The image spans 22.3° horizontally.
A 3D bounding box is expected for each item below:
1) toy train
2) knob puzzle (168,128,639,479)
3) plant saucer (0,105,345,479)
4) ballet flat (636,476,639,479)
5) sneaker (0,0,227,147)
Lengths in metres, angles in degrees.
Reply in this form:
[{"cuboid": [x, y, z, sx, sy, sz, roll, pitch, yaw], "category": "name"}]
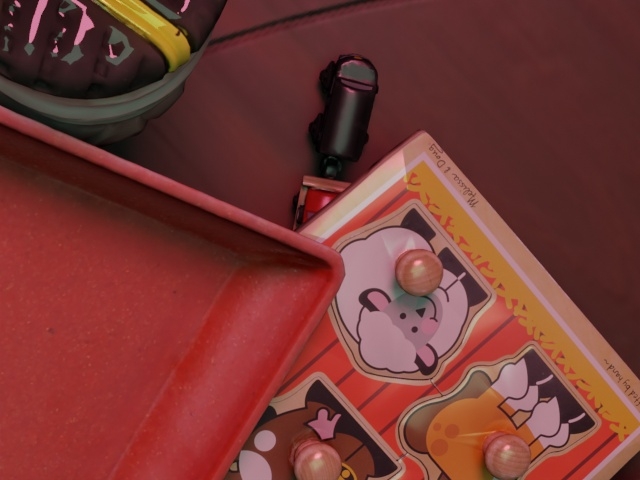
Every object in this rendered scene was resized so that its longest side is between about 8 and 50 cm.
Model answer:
[{"cuboid": [0.000, 0.000, 0.680, 0.027, 0.036, 0.158, 11, 93, -9], "category": "toy train"}, {"cuboid": [0.024, 0.081, 0.661, 0.213, 0.030, 0.213, -3, 103, -12], "category": "knob puzzle"}, {"cuboid": [-0.153, 0.067, 0.571, 0.259, 0.048, 0.258, 23, 102, -40], "category": "plant saucer"}, {"cuboid": [0.097, 0.195, 0.697, 0.067, 0.073, 0.206, 14, 89, 5], "category": "ballet flat"}, {"cuboid": [-0.160, -0.199, 0.590, 0.145, 0.147, 0.385, -19, 77, -18], "category": "sneaker"}]
